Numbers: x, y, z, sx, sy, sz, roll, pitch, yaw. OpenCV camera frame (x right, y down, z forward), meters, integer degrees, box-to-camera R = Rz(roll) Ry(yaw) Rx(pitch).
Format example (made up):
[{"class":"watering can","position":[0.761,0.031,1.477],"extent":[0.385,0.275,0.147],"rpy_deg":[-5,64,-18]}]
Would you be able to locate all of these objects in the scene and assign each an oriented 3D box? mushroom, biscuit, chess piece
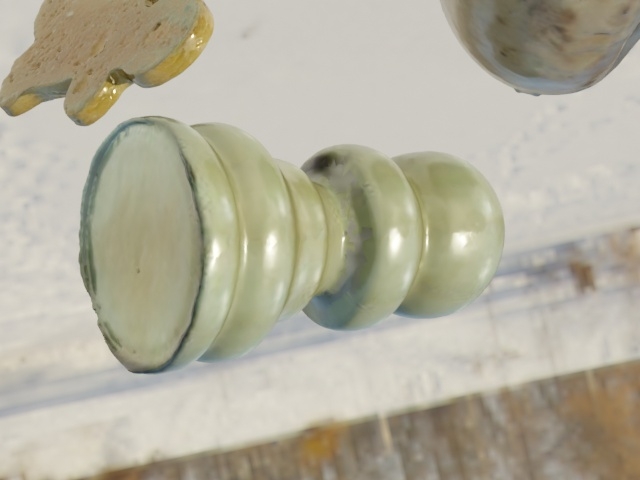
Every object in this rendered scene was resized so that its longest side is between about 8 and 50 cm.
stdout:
[{"class":"mushroom","position":[0.254,-0.255,1.350],"extent":[0.362,0.295,0.362],"rpy_deg":[-53,170,-14]},{"class":"biscuit","position":[-0.172,-0.157,1.461],"extent":[0.234,0.153,0.030],"rpy_deg":[-2,148,44]},{"class":"chess piece","position":[0.000,0.000,1.355],"extent":[0.330,0.182,0.182],"rpy_deg":[-2,171,-37]}]
